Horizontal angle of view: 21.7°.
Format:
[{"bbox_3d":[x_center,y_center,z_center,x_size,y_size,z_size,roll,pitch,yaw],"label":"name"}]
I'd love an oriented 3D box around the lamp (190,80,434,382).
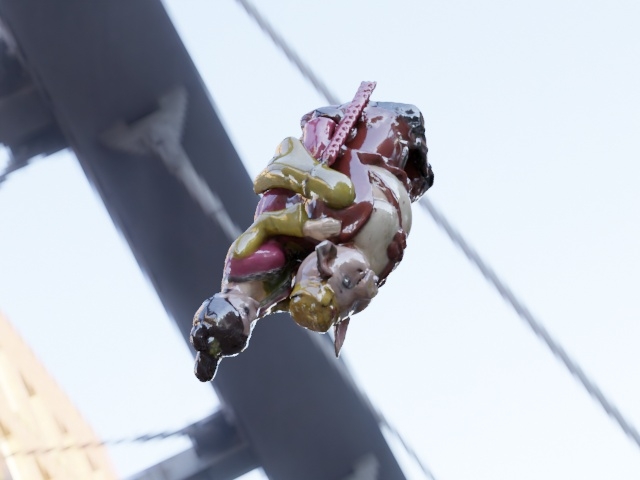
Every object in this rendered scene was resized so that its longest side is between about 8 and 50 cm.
[{"bbox_3d":[0.000,0.000,1.098,0.118,0.118,0.253,-52,5,38],"label":"lamp"}]
